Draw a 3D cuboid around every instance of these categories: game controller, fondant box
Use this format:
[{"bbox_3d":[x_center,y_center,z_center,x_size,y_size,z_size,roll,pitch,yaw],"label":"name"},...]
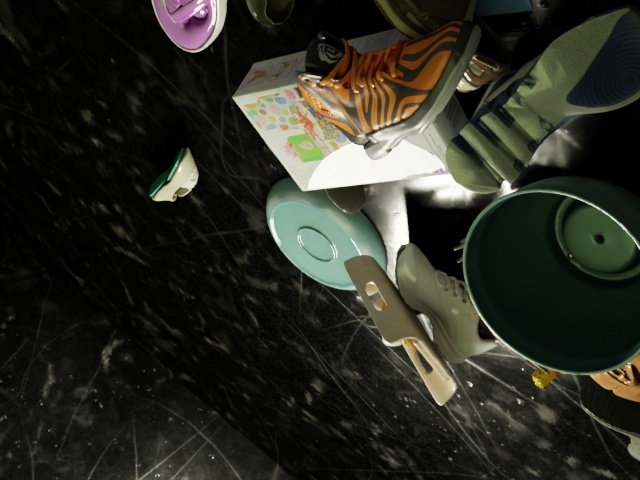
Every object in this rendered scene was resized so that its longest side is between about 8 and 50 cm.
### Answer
[{"bbox_3d":[0.201,-0.354,1.088,0.319,0.067,0.166,8,136,42],"label":"game controller"},{"bbox_3d":[0.055,-0.205,1.315,0.330,0.096,0.238,-5,138,36],"label":"fondant box"}]

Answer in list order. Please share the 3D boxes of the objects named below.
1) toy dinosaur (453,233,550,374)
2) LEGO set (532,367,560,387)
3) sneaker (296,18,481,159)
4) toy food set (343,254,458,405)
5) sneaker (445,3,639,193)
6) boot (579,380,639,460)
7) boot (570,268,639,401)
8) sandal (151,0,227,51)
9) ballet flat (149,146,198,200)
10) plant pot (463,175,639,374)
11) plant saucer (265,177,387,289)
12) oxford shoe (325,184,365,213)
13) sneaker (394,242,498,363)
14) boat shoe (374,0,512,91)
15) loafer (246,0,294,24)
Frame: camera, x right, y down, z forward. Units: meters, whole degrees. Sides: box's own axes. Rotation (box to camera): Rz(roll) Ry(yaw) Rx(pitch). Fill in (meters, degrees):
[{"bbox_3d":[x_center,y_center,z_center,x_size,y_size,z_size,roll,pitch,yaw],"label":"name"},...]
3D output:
[{"bbox_3d":[0.313,0.083,1.361,0.127,0.296,0.200,-11,164,25],"label":"toy dinosaur"},{"bbox_3d":[0.404,0.208,1.455,0.087,0.093,0.227,57,168,-16],"label":"LEGO set"},{"bbox_3d":[0.068,-0.220,1.061,0.180,0.125,0.321,32,153,-10],"label":"sneaker"},{"bbox_3d":[0.156,0.187,1.617,0.306,0.092,0.220,49,-171,-47],"label":"toy food set"},{"bbox_3d":[0.309,-0.211,1.101,0.315,0.182,0.127,-37,104,28],"label":"sneaker"},{"bbox_3d":[0.612,0.379,1.547,0.246,0.083,0.161,25,151,26],"label":"boot"},{"bbox_3d":[0.514,0.167,1.384,0.283,0.109,0.220,33,154,5],"label":"boot"},{"bbox_3d":[-0.239,-0.469,1.376,0.169,0.102,0.416,39,148,3],"label":"sandal"},{"bbox_3d":[-0.336,-0.150,1.908,0.086,0.086,0.248,46,149,-9],"label":"ballet flat"},{"bbox_3d":[0.391,0.026,1.198,0.293,0.196,0.293,22,127,33],"label":"plant pot"},{"bbox_3d":[0.000,0.000,1.758,0.317,0.044,0.318,27,147,20],"label":"plant saucer"},{"bbox_3d":[0.016,-0.144,1.557,0.212,0.076,0.076,55,174,-22],"label":"oxford shoe"},{"bbox_3d":[0.255,0.114,1.598,0.129,0.111,0.297,-21,117,36],"label":"sneaker"},{"bbox_3d":[0.168,-0.307,1.068,0.095,0.095,0.257,-12,144,45],"label":"boat shoe"},{"bbox_3d":[-0.053,-0.428,1.238,0.087,0.094,0.251,37,148,14],"label":"loafer"}]
